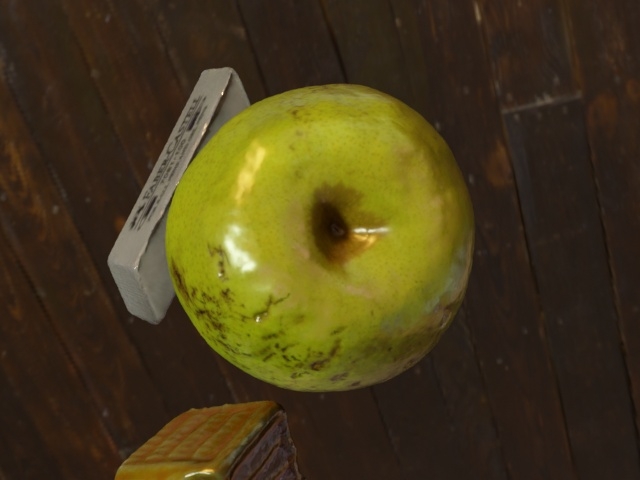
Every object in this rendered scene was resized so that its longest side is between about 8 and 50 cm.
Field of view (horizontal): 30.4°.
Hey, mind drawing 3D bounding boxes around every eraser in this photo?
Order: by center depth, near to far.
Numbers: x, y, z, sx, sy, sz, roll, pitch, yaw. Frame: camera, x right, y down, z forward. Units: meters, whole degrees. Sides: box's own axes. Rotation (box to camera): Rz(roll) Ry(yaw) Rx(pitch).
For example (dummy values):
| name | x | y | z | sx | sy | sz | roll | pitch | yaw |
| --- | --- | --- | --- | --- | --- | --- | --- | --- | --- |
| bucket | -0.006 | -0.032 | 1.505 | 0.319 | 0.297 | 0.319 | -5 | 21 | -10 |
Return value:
| name | x | y | z | sx | sy | sz | roll | pitch | yaw |
| --- | --- | --- | --- | --- | --- | --- | --- | --- | --- |
| eraser | -0.188 | -0.064 | 1.595 | 0.077 | 0.111 | 0.353 | 30 | 80 | -30 |

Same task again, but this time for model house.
| name | x | y | z | sx | sy | sz | roll | pitch | yaw |
| --- | --- | --- | --- | --- | --- | --- | --- | --- | --- |
| model house | -0.134 | 0.283 | 1.226 | 0.173 | 0.268 | 0.239 | 45 | 133 | 2 |

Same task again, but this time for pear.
| name | x | y | z | sx | sy | sz | roll | pitch | yaw |
| --- | --- | --- | --- | --- | --- | --- | --- | --- | --- |
| pear | 0.000 | 0.000 | 1.395 | 0.391 | 0.391 | 0.391 | 1 | 125 | 2 |
